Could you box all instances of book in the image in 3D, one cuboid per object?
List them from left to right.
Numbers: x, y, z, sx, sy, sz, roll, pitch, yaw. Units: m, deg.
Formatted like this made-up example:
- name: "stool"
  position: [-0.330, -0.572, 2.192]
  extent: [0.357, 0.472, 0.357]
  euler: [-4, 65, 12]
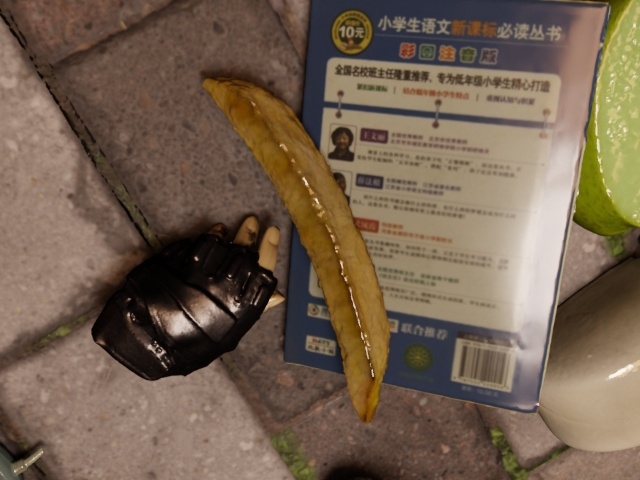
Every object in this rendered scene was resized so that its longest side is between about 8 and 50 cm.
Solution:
- name: "book"
  position: [0.114, -0.042, 0.751]
  extent: [0.300, 0.039, 0.428]
  euler: [10, 105, 15]

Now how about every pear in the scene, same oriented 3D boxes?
- name: "pear"
  position: [0.372, -0.126, 0.789]
  extent: [0.292, 0.159, 0.292]
  euler: [-2, 104, -7]

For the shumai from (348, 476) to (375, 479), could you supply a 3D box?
- name: "shumai"
  position: [0.069, 0.431, 0.857]
  extent: [0.218, 0.189, 0.256]
  euler: [-44, 103, 0]

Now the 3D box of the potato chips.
- name: "potato chips"
  position: [0.000, 0.000, 0.745]
  extent: [0.080, 0.057, 0.407]
  euler: [-21, 96, 34]

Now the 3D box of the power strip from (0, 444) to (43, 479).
- name: "power strip"
  position: [-0.406, 0.303, 0.801]
  extent: [0.216, 0.044, 0.137]
  euler: [-46, 109, 3]

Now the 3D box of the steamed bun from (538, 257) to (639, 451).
- name: "steamed bun"
  position: [0.370, 0.144, 0.854]
  extent: [0.241, 0.164, 0.146]
  euler: [-37, 109, -2]

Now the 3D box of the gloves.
- name: "gloves"
  position: [-0.124, 0.056, 0.764]
  extent: [0.203, 0.124, 0.164]
  euler: [-44, 127, 10]
